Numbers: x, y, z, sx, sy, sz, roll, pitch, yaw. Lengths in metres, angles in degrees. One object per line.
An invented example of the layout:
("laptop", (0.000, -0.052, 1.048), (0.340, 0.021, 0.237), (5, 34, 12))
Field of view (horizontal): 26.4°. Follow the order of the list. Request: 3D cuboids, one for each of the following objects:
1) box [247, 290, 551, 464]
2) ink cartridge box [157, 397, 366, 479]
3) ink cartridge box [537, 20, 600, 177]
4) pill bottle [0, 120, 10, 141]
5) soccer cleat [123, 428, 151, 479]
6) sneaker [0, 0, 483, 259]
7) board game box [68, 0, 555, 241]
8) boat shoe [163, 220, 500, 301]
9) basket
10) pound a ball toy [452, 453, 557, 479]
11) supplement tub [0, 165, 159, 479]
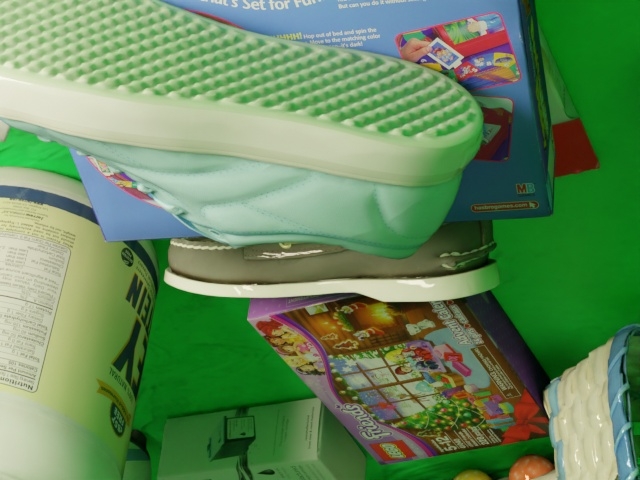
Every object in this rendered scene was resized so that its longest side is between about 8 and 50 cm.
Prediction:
("box", (0.088, 0.113, 1.319), (0.201, 0.057, 0.293), (-14, 138, 24))
("ink cartridge box", (-0.062, 0.248, 1.494), (0.190, 0.082, 0.139), (-12, 139, 19))
("ink cartridge box", (0.126, -0.085, 1.070), (0.145, 0.045, 0.179), (-12, 136, 22))
("pill bottle", (-0.319, -0.147, 0.984), (0.216, 0.121, 0.121), (17, 141, -16))
("soccer cleat", (-0.316, 0.220, 1.439), (0.331, 0.143, 0.116), (32, 135, -29))
("sneaker", (-0.087, -0.058, 0.893), (0.366, 0.135, 0.150), (14, 128, 0))
("board game box", (-0.019, -0.118, 0.971), (0.347, 0.078, 0.233), (-3, 131, 15))
("boat shoe", (0.002, -0.001, 1.156), (0.305, 0.109, 0.091), (-1, 101, 25))
("basket", (0.346, 0.181, 1.231), (0.201, 0.255, 0.289), (9, 159, -28))
("pound a ball toy", (0.182, 0.317, 1.473), (0.319, 0.136, 0.208), (-23, 174, 32))
("supplement tub", (-0.273, 0.125, 1.162), (0.235, 0.325, 0.235), (4, 143, 3))
